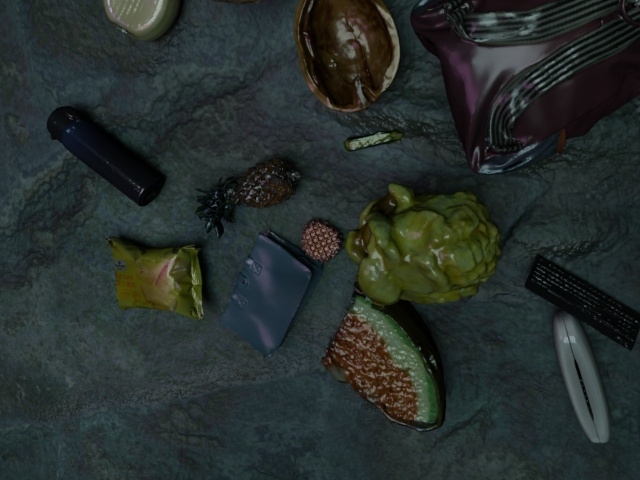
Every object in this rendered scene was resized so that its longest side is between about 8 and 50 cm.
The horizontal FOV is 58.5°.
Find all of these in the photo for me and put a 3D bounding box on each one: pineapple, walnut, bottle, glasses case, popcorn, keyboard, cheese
[{"bbox_3d":[-0.129,-0.082,1.040,0.221,0.083,0.103,-19,99,24],"label":"pineapple"},{"bbox_3d":[0.051,-0.312,0.909,0.167,0.087,0.211,-13,101,27],"label":"walnut"},{"bbox_3d":[-0.419,-0.167,1.108,0.244,0.072,0.082,36,123,4],"label":"bottle"},{"bbox_3d":[0.438,0.228,0.957,0.059,0.092,0.233,-17,102,22],"label":"glasses case"},{"bbox_3d":[0.166,0.008,0.900,0.255,0.256,0.194,0,92,-25],"label":"popcorn"},{"bbox_3d":[0.431,0.098,0.931,0.196,0.074,0.015,32,147,7],"label":"keyboard"},{"bbox_3d":[-0.291,-0.461,0.982,0.137,0.064,0.227,34,115,1],"label":"cheese"}]

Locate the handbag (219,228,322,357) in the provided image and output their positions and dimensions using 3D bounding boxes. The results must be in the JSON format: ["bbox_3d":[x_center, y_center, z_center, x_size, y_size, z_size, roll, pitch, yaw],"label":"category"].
[{"bbox_3d":[-0.101,0.104,1.110,0.144,0.057,0.221,32,115,13],"label":"handbag"}]

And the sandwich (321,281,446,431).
[{"bbox_3d":[0.122,0.218,1.048,0.292,0.109,0.212,45,120,3],"label":"sandwich"}]

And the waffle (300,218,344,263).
[{"bbox_3d":[0.000,0.000,1.055,0.083,0.029,0.075,27,110,11],"label":"waffle"}]

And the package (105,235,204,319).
[{"bbox_3d":[-0.331,0.074,1.147,0.226,0.090,0.168,1,105,19],"label":"package"}]

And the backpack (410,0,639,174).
[{"bbox_3d":[0.314,-0.263,0.783,0.317,0.197,0.283,-21,98,21],"label":"backpack"}]

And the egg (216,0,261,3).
[{"bbox_3d":[-0.097,-0.483,0.812,0.310,0.279,0.279,-35,94,9],"label":"egg"}]

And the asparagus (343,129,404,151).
[{"bbox_3d":[0.090,-0.173,0.977,0.108,0.021,0.025,-8,103,19],"label":"asparagus"}]
